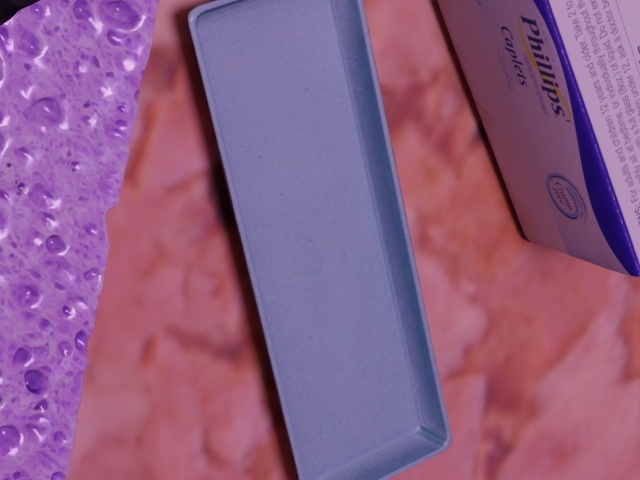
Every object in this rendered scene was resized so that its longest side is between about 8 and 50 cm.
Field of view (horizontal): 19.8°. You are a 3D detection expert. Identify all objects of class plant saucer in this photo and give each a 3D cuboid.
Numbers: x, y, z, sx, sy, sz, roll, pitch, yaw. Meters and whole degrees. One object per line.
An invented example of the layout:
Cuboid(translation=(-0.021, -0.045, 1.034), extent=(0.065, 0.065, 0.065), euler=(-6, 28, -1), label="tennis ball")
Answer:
Cuboid(translation=(0.000, 0.000, 0.648), extent=(0.067, 0.018, 0.192), euler=(-23, 111, -26), label="plant saucer")

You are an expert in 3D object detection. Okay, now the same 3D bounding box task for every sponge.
Cuboid(translation=(-0.123, 0.005, 0.564), extent=(0.117, 0.031, 0.210), euler=(7, 97, -33), label="sponge")

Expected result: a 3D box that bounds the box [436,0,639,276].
Cuboid(translation=(0.125, -0.078, 0.675), extent=(0.137, 0.072, 0.126), euler=(-34, 117, -22), label="box")

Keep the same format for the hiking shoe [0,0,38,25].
Cuboid(translation=(-0.053, -0.114, 0.477), extent=(0.086, 0.114, 0.227), euler=(56, 27, -19), label="hiking shoe")
